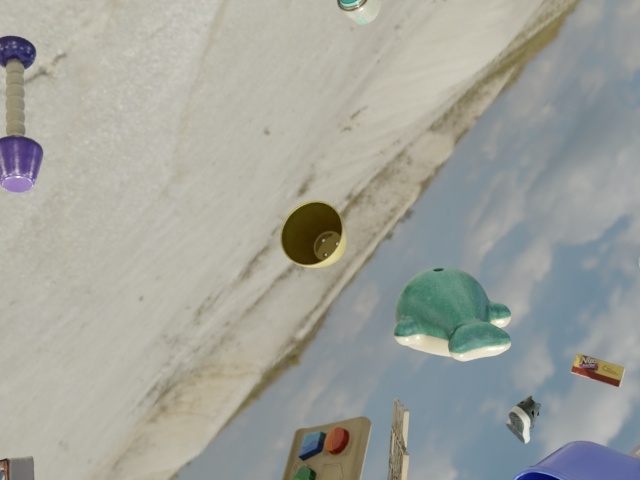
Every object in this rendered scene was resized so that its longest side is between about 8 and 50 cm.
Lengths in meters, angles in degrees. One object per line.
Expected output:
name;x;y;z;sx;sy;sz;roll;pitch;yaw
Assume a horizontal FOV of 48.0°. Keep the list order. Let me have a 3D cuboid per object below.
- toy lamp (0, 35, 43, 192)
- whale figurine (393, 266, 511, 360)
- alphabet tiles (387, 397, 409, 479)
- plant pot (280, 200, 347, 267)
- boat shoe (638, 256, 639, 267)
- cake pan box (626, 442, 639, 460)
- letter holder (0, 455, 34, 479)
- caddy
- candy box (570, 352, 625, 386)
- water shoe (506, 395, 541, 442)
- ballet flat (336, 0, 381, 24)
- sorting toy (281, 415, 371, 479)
toy lamp;-0.481;-0.201;1.136;0.080;0.080;0.274;123;-40;-55
whale figurine;0.231;0.126;1.260;0.272;0.216;0.141;-137;-141;-79
alphabet tiles;0.086;0.292;0.838;0.237;0.009;0.198;70;25;-81
plant pot;0.000;0.000;1.432;0.134;0.134;0.095;-58;150;-4
boat shoe;0.765;0.092;1.373;0.091;0.305;0.109;-64;175;-61
cake pan box;0.679;0.537;1.413;0.246;0.267;0.070;-18;127;-41
letter holder;-0.651;0.542;1.393;0.302;0.152;0.214;131;-49;-70
caddy;0.475;0.494;1.204;0.179;0.241;0.341;-21;-160;-33
candy box;0.666;0.311;1.715;0.187;0.109;0.053;21;85;-64
water shoe;0.522;0.453;1.811;0.080;0.073;0.203;-39;153;-9
ballet flat;0.059;-0.420;1.058;0.068;0.072;0.213;20;70;-59
sorting toy;-0.009;0.551;1.641;0.229;0.041;0.307;-20;-142;37
